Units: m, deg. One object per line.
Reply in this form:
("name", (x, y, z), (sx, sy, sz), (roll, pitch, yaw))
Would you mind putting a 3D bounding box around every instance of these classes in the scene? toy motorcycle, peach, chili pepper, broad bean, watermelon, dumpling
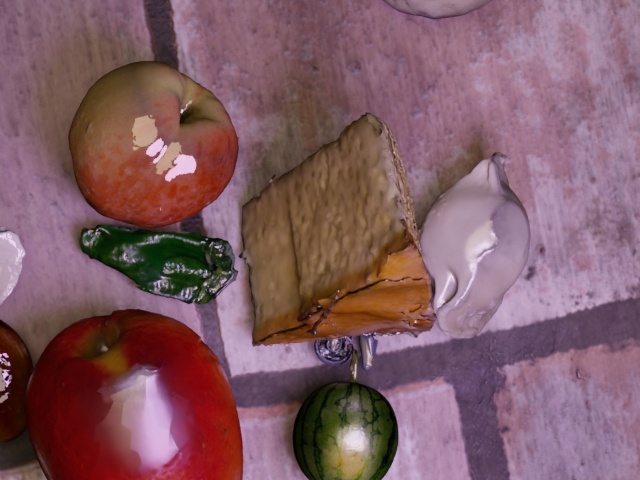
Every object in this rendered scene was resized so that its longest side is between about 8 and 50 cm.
("toy motorcycle", (0.057, 0.080, 1.936), (0.124, 0.061, 0.193), (5, 76, -1))
("peach", (-0.229, -0.116, 1.864), (0.232, 0.232, 0.232), (1, 85, -8))
("chili pepper", (-0.214, 0.016, 1.899), (0.216, 0.062, 0.108), (13, 122, -2))
("broad bean", (-0.427, 0.180, 1.852), (0.114, 0.084, 0.165), (-4, 93, 20))
("peach", (-0.223, 0.258, 1.823), (0.281, 0.281, 0.338), (-26, 116, -9))
("watermelon", (0.038, 0.238, 1.879), (0.140, 0.141, 0.187), (13, 81, -7))
("dumpling", (-0.477, 0.035, 1.851), (0.188, 0.108, 0.127), (2, 108, -7))
("dumpling", (0.215, 0.015, 1.923), (0.147, 0.193, 0.258), (9, 69, 30))

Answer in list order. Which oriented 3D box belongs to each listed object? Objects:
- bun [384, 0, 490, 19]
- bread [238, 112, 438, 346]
("bun", (0.160, -0.415, 1.963), (0.231, 0.133, 0.231), (0, 87, -8))
("bread", (0.000, 0.000, 1.784), (0.279, 0.315, 0.248), (-10, 67, 11))
